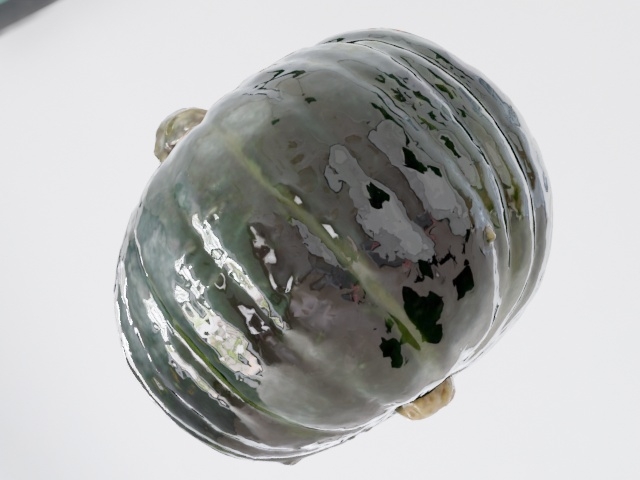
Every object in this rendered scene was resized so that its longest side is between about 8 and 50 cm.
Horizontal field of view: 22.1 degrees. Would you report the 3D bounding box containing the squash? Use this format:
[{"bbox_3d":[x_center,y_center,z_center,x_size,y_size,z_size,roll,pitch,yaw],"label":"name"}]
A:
[{"bbox_3d":[0.005,0.003,0.736,0.218,0.172,0.218,-22,-2,-1],"label":"squash"}]
